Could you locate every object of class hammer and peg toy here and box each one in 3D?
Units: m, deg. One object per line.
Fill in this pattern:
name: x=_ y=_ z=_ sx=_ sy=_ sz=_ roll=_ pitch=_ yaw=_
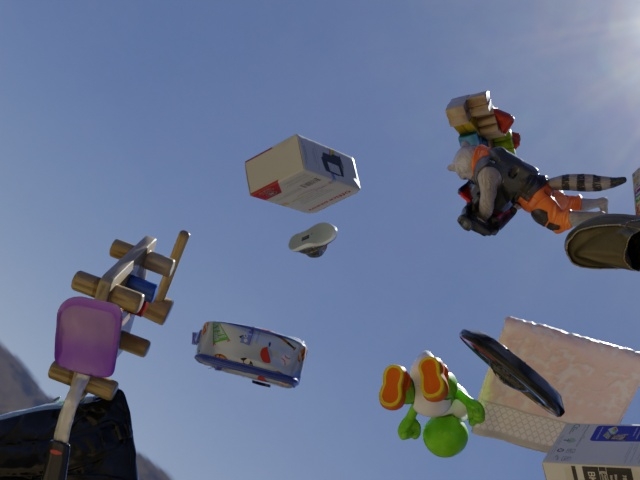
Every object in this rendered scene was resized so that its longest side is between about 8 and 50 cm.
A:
hammer and peg toy: x=-0.371 y=0.116 z=1.681 sx=0.127 sy=0.361 sz=0.265 roll=20 pitch=-70 yaw=2

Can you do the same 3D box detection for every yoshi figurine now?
yoshi figurine: x=0.273 y=0.407 z=2.086 sx=0.203 sy=0.203 sz=0.362 roll=38 pitch=-3 yaw=35

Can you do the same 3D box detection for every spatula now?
spatula: x=-0.299 y=0.213 z=1.049 sx=0.084 sy=0.296 sz=0.030 roll=12 pitch=-4 yaw=11

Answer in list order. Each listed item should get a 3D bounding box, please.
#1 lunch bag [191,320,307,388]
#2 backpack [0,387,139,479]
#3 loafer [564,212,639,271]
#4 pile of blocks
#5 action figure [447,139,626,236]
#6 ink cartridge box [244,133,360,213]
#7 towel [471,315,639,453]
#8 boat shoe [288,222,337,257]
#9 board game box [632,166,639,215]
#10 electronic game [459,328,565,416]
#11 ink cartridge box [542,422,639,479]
lunch bag: x=-0.160 y=0.242 z=1.903 sx=0.243 sy=0.114 sz=0.303 roll=13 pitch=-11 yaw=-6
backpack: x=-0.525 y=0.440 z=1.614 sx=0.273 sy=0.356 sz=0.290 roll=142 pitch=-62 yaw=-63
loafer: x=0.524 y=0.004 z=1.522 sx=0.251 sy=0.087 sz=0.094 roll=-11 pitch=-79 yaw=44
pile of blocks: x=0.396 y=-0.232 z=2.029 sx=0.113 sy=0.148 sz=0.362 roll=-11 pitch=-15 yaw=25
action figure: x=0.419 y=-0.117 z=1.772 sx=0.330 sy=0.341 sz=0.178 roll=23 pitch=-59 yaw=12
ink cartridge box: x=-0.031 y=-0.116 z=1.618 sx=0.127 sy=0.175 sz=0.072 roll=-25 pitch=-113 yaw=31
towel: x=0.546 y=0.357 z=2.069 sx=0.332 sy=0.053 sz=0.316 roll=15 pitch=-68 yaw=2
boat shoe: x=0.000 y=0.000 z=2.475 sx=0.083 sy=0.065 sz=0.183 roll=23 pitch=-26 yaw=-37
board game box: x=0.656 y=-0.061 z=1.714 sx=0.104 sy=0.154 sz=0.026 roll=19 pitch=-38 yaw=-12
electronic game: x=0.341 y=0.236 z=1.595 sx=0.229 sy=0.048 sz=0.229 roll=40 pitch=-2 yaw=2
ink cartridge box: x=0.612 y=0.415 z=1.708 sx=0.333 sy=0.165 sz=0.065 roll=-8 pitch=-77 yaw=36
